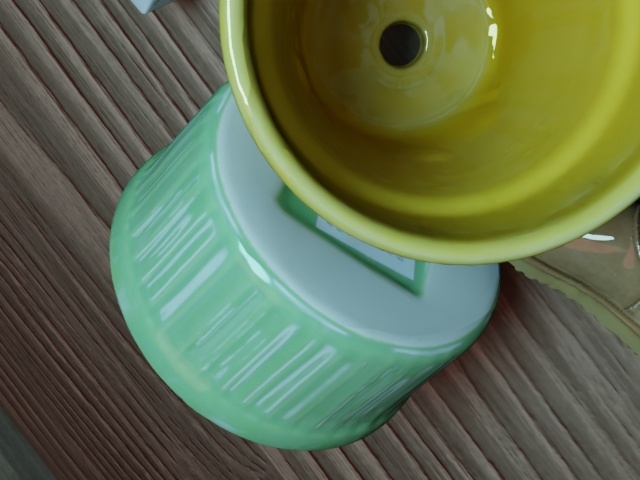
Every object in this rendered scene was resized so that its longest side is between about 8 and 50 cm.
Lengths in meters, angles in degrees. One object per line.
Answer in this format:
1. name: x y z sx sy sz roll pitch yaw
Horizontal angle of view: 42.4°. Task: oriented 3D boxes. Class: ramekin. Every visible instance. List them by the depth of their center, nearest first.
1. ramekin: 0.000 0.000 0.667 0.303 0.303 0.148 49 133 3

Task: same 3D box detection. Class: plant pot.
1. plant pot: 0.069 -0.130 0.507 0.254 0.254 0.239 60 -179 -11

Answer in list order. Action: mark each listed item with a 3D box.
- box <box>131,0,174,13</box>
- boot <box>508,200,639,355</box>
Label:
1. box: -0.147 -0.284 0.744 0.101 0.087 0.102 49 141 3
2. boot: 0.251 -0.050 0.549 0.236 0.089 0.269 36 140 2
